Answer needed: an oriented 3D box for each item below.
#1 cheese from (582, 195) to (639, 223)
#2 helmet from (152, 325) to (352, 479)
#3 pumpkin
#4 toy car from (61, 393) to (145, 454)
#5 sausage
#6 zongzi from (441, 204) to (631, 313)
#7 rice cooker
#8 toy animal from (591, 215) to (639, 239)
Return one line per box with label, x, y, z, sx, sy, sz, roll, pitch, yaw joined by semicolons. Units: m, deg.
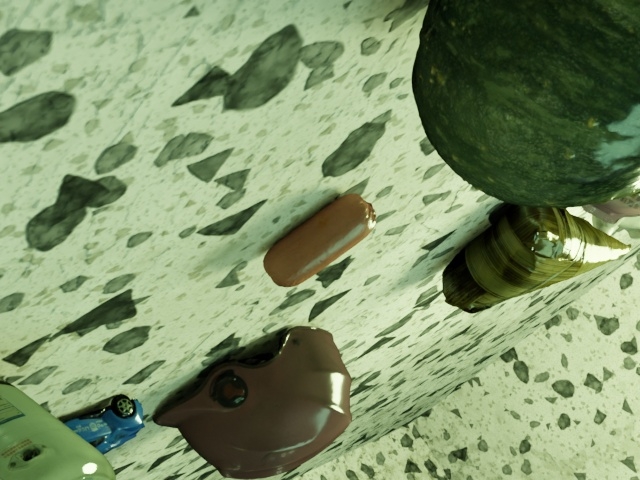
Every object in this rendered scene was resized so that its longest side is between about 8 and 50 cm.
cheese;0.534;-0.147;1.502;0.074;0.189;0.286;-71;-173;-59
helmet;-0.090;0.300;1.551;0.338;0.197;0.271;-29;164;-14
pumpkin;0.240;-0.161;0.793;0.327;0.257;0.291;6;126;-53
toy car;-0.345;0.284;1.290;0.216;0.063;0.103;-14;155;-45
sausage;0.000;0.000;1.125;0.154;0.062;0.062;-36;162;12
zongzi;0.400;0.046;1.698;0.288;0.134;0.286;12;141;-35
rice cooker;-0.354;0.265;0.944;0.226;0.244;0.226;-43;152;-30
toy animal;0.601;-0.137;1.639;0.208;0.154;0.325;-8;136;-7
